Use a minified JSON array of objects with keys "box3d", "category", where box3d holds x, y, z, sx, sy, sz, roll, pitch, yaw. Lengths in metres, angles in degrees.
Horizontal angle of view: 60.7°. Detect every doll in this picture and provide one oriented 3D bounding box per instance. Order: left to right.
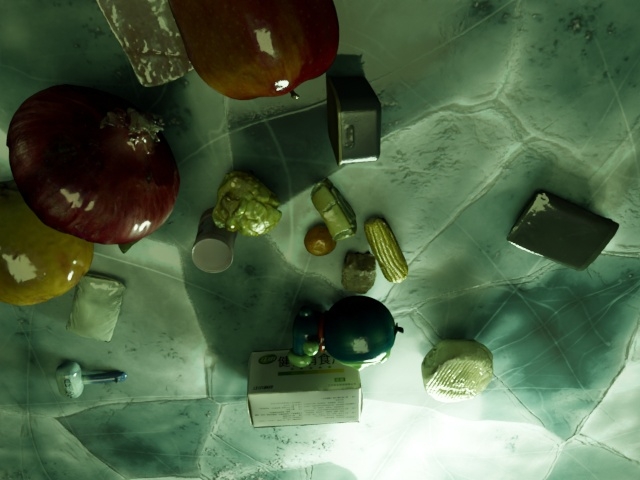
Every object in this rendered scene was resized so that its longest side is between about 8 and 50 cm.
[{"box3d":[0.063,0.246,1.466,0.322,0.198,0.186,-5,110,11],"category":"doll"}]

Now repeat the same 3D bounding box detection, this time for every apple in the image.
[{"box3d":[-0.121,-0.406,0.998,0.288,0.288,0.317,-25,110,13],"category":"apple"}]

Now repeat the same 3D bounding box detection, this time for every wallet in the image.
[{"box3d":[0.619,-0.024,1.407,0.245,0.052,0.168,21,119,-10],"category":"wallet"}]

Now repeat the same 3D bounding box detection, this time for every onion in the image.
[{"box3d":[-0.422,-0.172,1.084,0.285,0.347,0.347,-32,119,32],"category":"onion"}]

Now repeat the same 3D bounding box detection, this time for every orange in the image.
[{"box3d":[0.000,0.000,1.377,0.083,0.070,0.083,4,132,4],"category":"orange"}]

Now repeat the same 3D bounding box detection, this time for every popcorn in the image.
[{"box3d":[-0.170,-0.089,1.266,0.173,0.173,0.142,20,114,-15],"category":"popcorn"}]

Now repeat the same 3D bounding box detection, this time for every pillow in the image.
[{"box3d":[-0.610,0.185,1.477,0.128,0.051,0.229,20,121,-12],"category":"pillow"}]

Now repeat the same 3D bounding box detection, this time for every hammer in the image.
[{"box3d":[-0.674,0.407,1.613,0.194,0.069,0.116,-1,122,-12],"category":"hammer"}]

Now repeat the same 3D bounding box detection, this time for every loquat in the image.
[{"box3d":[-0.671,0.005,1.244,0.276,0.276,0.284,-12,119,5],"category":"loquat"}]

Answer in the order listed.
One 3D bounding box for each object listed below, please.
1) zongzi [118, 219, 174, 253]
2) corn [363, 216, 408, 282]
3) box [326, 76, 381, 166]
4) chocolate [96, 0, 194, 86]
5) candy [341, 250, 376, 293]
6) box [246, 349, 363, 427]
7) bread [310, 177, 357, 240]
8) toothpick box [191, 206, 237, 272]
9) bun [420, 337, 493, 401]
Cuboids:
[{"box3d":[-0.436,-0.020,1.368,0.154,0.062,0.130,-14,145,-12],"category":"zongzi"},{"box3d":[0.169,0.025,1.402,0.072,0.072,0.203,-23,119,11],"category":"corn"},{"box3d":[0.067,-0.254,1.145,0.090,0.201,0.144,-5,121,-4],"category":"box"},{"box3d":[-0.337,-0.447,1.073,0.157,0.080,0.254,-25,123,-5],"category":"chocolate"},{"box3d":[0.102,0.084,1.435,0.095,0.085,0.110,10,133,1],"category":"candy"},{"box3d":[-0.050,0.423,1.582,0.333,0.173,0.145,-3,121,-1],"category":"box"},{"box3d":[0.034,-0.074,1.303,0.064,0.117,0.156,-26,120,15],"category":"bread"},{"box3d":[-0.252,-0.004,1.315,0.098,0.149,0.098,-1,122,-2],"category":"toothpick box"},{"box3d":[0.392,0.361,1.588,0.220,0.134,0.220,-4,123,-6],"category":"bun"}]
